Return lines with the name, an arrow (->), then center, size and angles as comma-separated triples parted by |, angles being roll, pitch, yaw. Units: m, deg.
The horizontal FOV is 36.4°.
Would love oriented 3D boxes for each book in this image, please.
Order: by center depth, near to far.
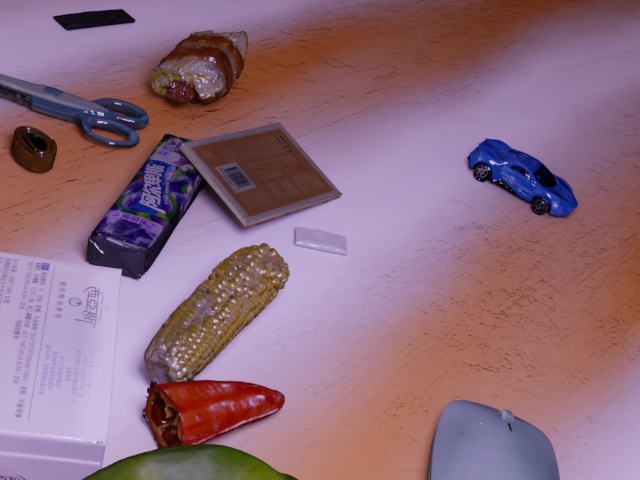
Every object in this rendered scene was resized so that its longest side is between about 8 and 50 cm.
book -> -0.089, -0.107, 1.515 | 0.170, 0.018, 0.241 | 49, 35, 15

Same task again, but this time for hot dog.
hot dog -> -0.207, -0.299, 1.706 | 0.146, 0.103, 0.213 | 8, 34, 22

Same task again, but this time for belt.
belt -> -0.421, -0.134, 1.436 | 0.059, 0.036, 0.083 | -8, 43, -43

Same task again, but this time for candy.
candy -> -0.235, -0.060, 1.400 | 0.088, 0.061, 0.312 | 18, 34, 2

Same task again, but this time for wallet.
wallet -> 0.000, 0.000, 1.474 | 0.083, 0.011, 0.044 | 11, 35, -10

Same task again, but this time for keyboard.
keyboard -> -0.427, -0.420, 1.846 | 0.155, 0.010, 0.053 | -20, 49, -42

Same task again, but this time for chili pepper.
chili pepper -> -0.109, 0.193, 1.119 | 0.169, 0.065, 0.088 | -5, 53, -39

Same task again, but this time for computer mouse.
computer mouse -> 0.204, 0.276, 1.122 | 0.159, 0.097, 0.288 | 19, 35, 3

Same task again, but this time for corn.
corn -> -0.128, 0.087, 1.230 | 0.086, 0.086, 0.288 | 27, 36, 12

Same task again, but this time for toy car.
toy car -> 0.370, -0.117, 1.765 | 0.216, 0.063, 0.103 | 32, 36, 18

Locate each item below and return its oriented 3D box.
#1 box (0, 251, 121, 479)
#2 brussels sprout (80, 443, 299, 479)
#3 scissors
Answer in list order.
box -> -0.325, 0.139, 1.036 | 0.203, 0.116, 0.274 | 8, 36, -15
brussels sprout -> -0.071, 0.330, 0.756 | 0.281, 0.289, 0.355 | -28, 67, -30
scissors -> -0.419, -0.218, 1.547 | 0.289, 0.041, 0.138 | 19, 33, -7
